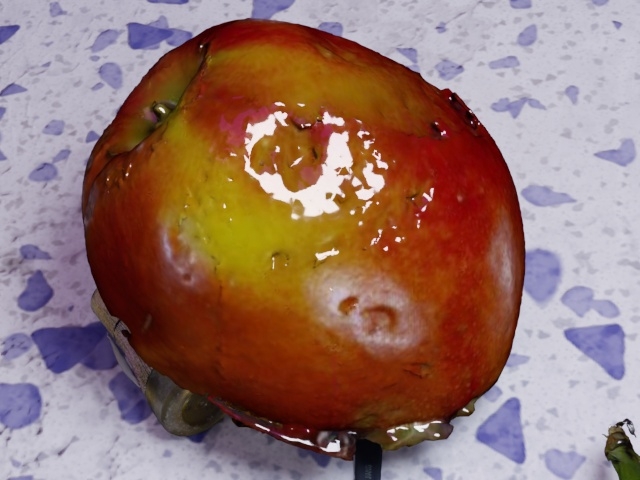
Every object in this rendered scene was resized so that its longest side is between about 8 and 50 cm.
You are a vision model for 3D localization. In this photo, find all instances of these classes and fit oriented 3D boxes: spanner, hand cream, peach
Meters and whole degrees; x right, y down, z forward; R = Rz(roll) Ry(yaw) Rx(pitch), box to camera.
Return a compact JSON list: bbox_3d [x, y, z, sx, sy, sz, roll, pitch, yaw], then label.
[{"bbox_3d":[0.040,0.240,1.248,0.046,0.012,0.209,-2,50,7],"label":"spanner"},{"bbox_3d":[-0.167,0.103,1.351,0.084,0.084,0.203,-32,48,-18],"label":"hand cream"},{"bbox_3d":[0.000,0.000,1.251,0.353,0.416,0.339,-32,25,33],"label":"peach"}]

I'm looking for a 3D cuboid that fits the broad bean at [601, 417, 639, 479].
[{"bbox_3d":[0.375,0.231,1.139,0.291,0.049,0.144,15,33,7],"label":"broad bean"}]
